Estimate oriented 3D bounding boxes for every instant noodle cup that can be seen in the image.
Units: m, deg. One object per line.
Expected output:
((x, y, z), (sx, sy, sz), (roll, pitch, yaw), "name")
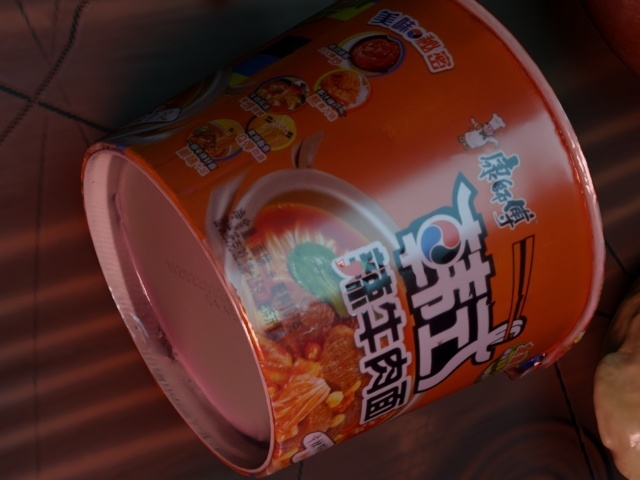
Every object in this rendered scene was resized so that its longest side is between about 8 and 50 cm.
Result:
((0.000, 0.000, 0.717), (0.192, 0.250, 0.250), (-27, 104, -24), "instant noodle cup")

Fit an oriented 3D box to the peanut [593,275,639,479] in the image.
((0.330, 0.069, 0.990), (0.340, 0.158, 0.174), (-9, 123, -31), "peanut")

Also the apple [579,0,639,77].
((0.330, -0.259, 0.925), (0.348, 0.277, 0.349), (2, 86, -35), "apple")
